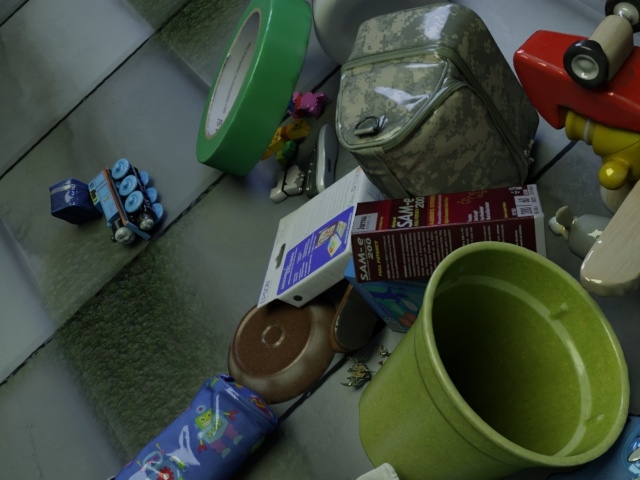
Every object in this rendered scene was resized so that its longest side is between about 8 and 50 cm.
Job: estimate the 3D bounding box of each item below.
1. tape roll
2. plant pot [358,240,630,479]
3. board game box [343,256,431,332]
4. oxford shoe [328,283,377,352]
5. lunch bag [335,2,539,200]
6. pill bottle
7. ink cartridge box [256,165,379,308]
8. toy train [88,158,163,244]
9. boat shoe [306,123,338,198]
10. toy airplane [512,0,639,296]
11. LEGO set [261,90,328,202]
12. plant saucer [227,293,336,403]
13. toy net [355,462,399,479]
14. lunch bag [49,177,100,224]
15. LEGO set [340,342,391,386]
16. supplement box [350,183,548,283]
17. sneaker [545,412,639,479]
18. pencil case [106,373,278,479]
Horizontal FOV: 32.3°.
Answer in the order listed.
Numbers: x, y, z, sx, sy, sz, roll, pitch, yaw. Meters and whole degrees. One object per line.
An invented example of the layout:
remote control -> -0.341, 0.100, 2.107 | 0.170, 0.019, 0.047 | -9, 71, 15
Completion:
tape roll -> -0.117, -0.269, 1.875 | 0.321, 0.077, 0.321 | -55, 24, 39
plant pot -> 0.179, 0.184, 1.319 | 0.254, 0.276, 0.276 | -50, 31, 47
board game box -> 0.158, 0.082, 1.493 | 0.210, 0.160, 0.047 | 8, 63, 37
oxford shoe -> 0.067, 0.075, 1.628 | 0.212, 0.076, 0.076 | -55, 5, -27
lunch bag -> 0.159, -0.140, 1.562 | 0.212, 0.305, 0.256 | -1, 54, 36
pill bottle -> 0.091, -0.504, 1.920 | 0.229, 0.229, 0.408 | -21, 49, 20
ink cartridge box -> 0.000, 0.000, 1.698 | 0.208, 0.045, 0.206 | -32, 30, 36
toy train -> -0.354, -0.068, 2.010 | 0.105, 0.080, 0.184 | -42, 47, 13
boat shoe -> -0.001, -0.132, 1.836 | 0.040, 0.049, 0.142 | -13, 54, 27
toy airplane -> 0.455, -0.107, 1.400 | 0.386, 0.272, 0.384 | -4, 59, -13
LEGO set -> -0.043, -0.187, 1.872 | 0.093, 0.087, 0.227 | -12, 53, 34
plant saucer -> -0.065, 0.151, 1.680 | 0.198, 0.036, 0.199 | -17, 51, 22
toy net -> 0.042, 0.355, 1.357 | 0.122, 0.045, 0.232 | 37, 116, 31
lunch bag -> -0.458, -0.075, 2.070 | 0.067, 0.098, 0.065 | -17, 69, 21
LEGO set -> 0.065, 0.184, 1.582 | 0.083, 0.023, 0.054 | -23, 49, 0
supplement box -> 0.163, -0.010, 1.412 | 0.239, 0.073, 0.130 | -6, 20, 8
sneaker -> 0.395, 0.234, 1.245 | 0.330, 0.130, 0.147 | -32, 49, 11
pencil case -> -0.203, 0.324, 1.582 | 0.306, 0.119, 0.133 | -45, 74, -4
